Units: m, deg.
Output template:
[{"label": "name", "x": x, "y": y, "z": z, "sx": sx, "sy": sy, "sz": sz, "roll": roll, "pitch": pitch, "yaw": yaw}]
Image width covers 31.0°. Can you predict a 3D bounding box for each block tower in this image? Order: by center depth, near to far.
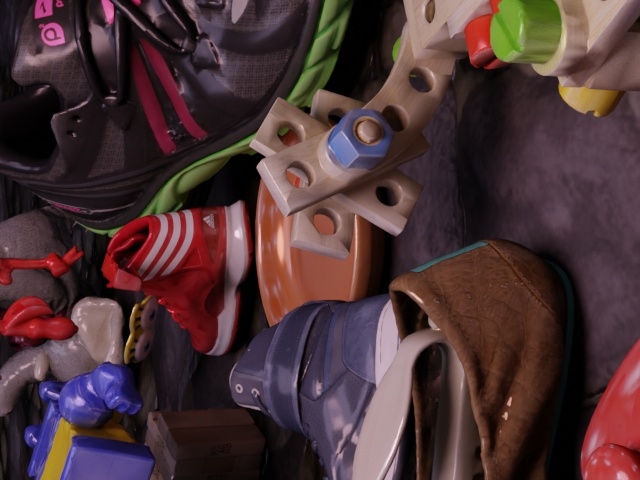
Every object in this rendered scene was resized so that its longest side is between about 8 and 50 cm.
[{"label": "block tower", "x": -0.133, "y": 0.319, "z": 1.143, "sx": 0.091, "sy": 0.097, "sz": 0.335, "roll": -134, "pitch": 50, "yaw": -56}]

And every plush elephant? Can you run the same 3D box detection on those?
[{"label": "plush elephant", "x": -0.370, "y": 0.102, "z": 1.497, "sx": 0.255, "sy": 0.330, "sz": 0.272, "roll": 66, "pitch": 168, "yaw": -2}]

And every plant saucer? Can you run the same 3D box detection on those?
[{"label": "plant saucer", "x": 0.000, "y": 0.000, "z": 0.911, "sx": 0.200, "sy": 0.037, "sz": 0.199, "roll": 179, "pitch": 90, "yaw": -66}]

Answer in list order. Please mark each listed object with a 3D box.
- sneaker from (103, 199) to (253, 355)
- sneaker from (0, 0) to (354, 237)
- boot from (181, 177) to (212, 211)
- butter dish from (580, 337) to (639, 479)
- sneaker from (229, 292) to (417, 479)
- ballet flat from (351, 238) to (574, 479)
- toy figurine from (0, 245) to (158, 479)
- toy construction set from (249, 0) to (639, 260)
[{"label": "sneaker", "x": -0.137, "y": 0.035, "z": 1.070, "sx": 0.221, "sy": 0.128, "sz": 0.087, "roll": 105, "pitch": 162, "yaw": -51}, {"label": "sneaker", "x": -0.132, "y": -0.156, "z": 0.928, "sx": 0.483, "sy": 0.202, "sz": 0.185, "roll": -42, "pitch": 42, "yaw": 39}, {"label": "boot", "x": -0.156, "y": -0.135, "z": 1.218, "sx": 0.246, "sy": 0.083, "sz": 0.161, "roll": -58, "pitch": 35, "yaw": 38}, {"label": "butter dish", "x": 0.160, "y": 0.094, "z": 0.464, "sx": 0.160, "sy": 0.118, "sz": 0.160, "roll": -117, "pitch": 35, "yaw": -45}, {"label": "sneaker", "x": 0.013, "y": 0.148, "z": 0.778, "sx": 0.163, "sy": 0.086, "sz": 0.226, "roll": -5, "pitch": 76, "yaw": 43}, {"label": "ballet flat", "x": 0.074, "y": 0.170, "z": 0.647, "sx": 0.116, "sy": 0.124, "sz": 0.342, "roll": -170, "pitch": 81, "yaw": -65}, {"label": "toy figurine", "x": -0.223, "y": 0.202, "z": 0.896, "sx": 0.217, "sy": 0.191, "sz": 0.362, "roll": 38, "pitch": 109, "yaw": 58}, {"label": "toy construction set", "x": 0.092, "y": -0.115, "z": 0.597, "sx": 0.328, "sy": 0.151, "sz": 0.215, "roll": -31, "pitch": 62, "yaw": 50}]
